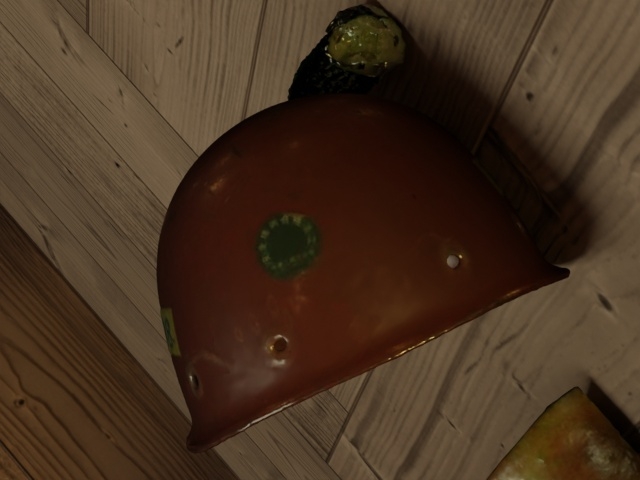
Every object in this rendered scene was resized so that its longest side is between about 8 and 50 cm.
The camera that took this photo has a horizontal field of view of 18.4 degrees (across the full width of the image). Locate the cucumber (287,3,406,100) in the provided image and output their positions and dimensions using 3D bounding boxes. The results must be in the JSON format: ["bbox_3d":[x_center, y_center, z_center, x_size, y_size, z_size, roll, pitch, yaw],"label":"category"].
[{"bbox_3d":[0.009,-0.134,1.681,0.067,0.067,0.245,51,161,2],"label":"cucumber"}]

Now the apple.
[{"bbox_3d":[0.238,0.278,1.838,0.346,0.254,0.179,88,-179,-62],"label":"apple"}]

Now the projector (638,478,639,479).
[{"bbox_3d":[0.340,0.307,1.435,0.248,0.248,0.249,19,144,59],"label":"projector"}]

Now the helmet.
[{"bbox_3d":[0.000,0.000,1.610,0.385,0.337,0.230,-133,17,-89],"label":"helmet"}]
